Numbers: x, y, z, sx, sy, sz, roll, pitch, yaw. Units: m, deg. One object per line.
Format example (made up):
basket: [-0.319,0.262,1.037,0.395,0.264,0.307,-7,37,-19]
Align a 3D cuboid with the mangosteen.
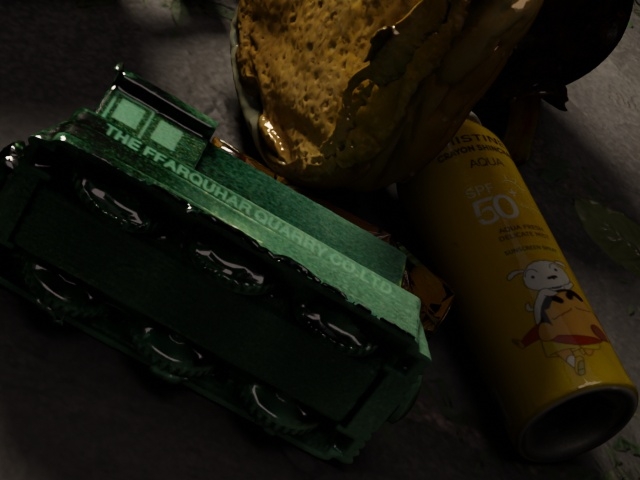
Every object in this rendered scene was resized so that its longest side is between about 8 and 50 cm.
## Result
mangosteen: [0.188,-0.202,1.418,0.235,0.235,0.261,-2,83,-39]

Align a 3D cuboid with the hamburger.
hamburger: [0.048,-0.178,1.190,0.158,0.318,0.319,17,39,-29]

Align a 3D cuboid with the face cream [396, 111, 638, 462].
face cream: [0.142,0.012,1.210,0.105,0.105,0.349,7,44,-32]

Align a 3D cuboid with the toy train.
toy train: [-0.070,0.010,1.025,0.330,0.138,0.178,30,32,-8]

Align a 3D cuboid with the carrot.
carrot: [-0.001,0.001,1.151,0.228,0.069,0.069,32,36,-2]
